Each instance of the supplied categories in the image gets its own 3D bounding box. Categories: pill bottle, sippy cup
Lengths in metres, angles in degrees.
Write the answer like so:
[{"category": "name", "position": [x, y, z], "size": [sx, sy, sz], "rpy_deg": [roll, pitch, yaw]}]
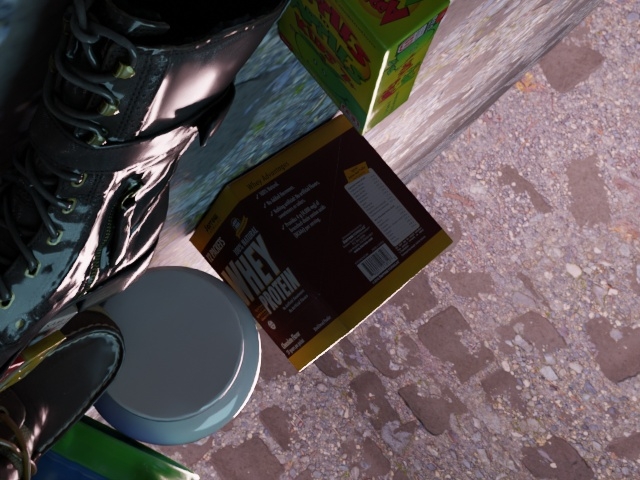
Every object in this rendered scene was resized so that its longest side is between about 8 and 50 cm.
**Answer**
[{"category": "pill bottle", "position": [-0.164, 0.131, 0.997], "size": [0.188, 0.188, 0.334], "rpy_deg": [-39, 175, -14]}, {"category": "sippy cup", "position": [-0.274, 0.287, 0.901], "size": [0.224, 0.240, 0.305], "rpy_deg": [-64, -164, -15]}]

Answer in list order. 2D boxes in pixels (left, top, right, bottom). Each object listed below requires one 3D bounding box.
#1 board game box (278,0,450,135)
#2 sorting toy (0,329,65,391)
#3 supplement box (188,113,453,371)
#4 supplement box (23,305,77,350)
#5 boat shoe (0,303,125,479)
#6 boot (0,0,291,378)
[{"category": "board game box", "position": [0.017, -0.129, 0.532], "size": [0.043, 0.092, 0.181], "rpy_deg": [-38, 176, -5]}, {"category": "sorting toy", "position": [-0.258, 0.162, 0.544], "size": [0.274, 0.046, 0.132], "rpy_deg": [-41, 180, -5]}, {"category": "supplement box", "position": [0.000, 0.000, 1.002], "size": [0.191, 0.194, 0.129], "rpy_deg": [-37, 175, -37]}, {"category": "supplement box", "position": [-0.219, 0.056, 0.603], "size": [0.098, 0.062, 0.036], "rpy_deg": [-42, 174, 21]}, {"category": "boat shoe", "position": [-0.269, 0.178, 0.692], "size": [0.342, 0.123, 0.123], "rpy_deg": [-38, 131, -35]}, {"category": "boot", "position": [-0.135, -0.029, 0.431], "size": [0.263, 0.091, 0.229], "rpy_deg": [-41, 172, -45]}]
